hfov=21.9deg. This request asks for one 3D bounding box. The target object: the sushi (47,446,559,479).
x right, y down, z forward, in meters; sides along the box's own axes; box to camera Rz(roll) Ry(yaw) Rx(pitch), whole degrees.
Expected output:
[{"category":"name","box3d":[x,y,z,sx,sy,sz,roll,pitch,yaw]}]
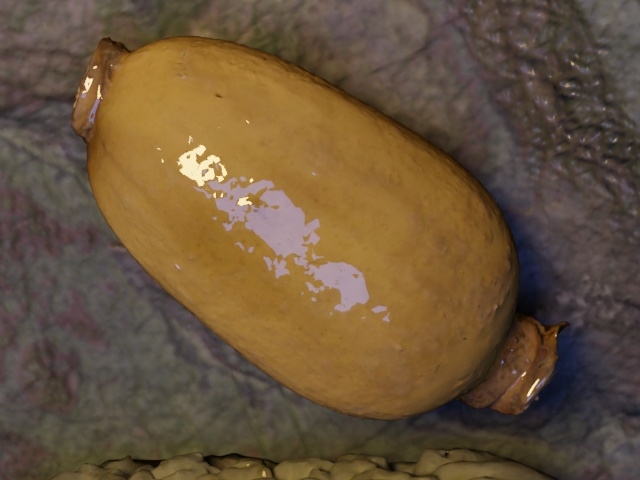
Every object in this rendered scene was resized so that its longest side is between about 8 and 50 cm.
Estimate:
[{"category":"sushi","box3d":[-0.018,0.219,0.919,0.350,0.211,0.171,-3,107,-9]}]

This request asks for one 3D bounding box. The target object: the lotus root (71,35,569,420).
[{"category":"lotus root","box3d":[0.002,-0.001,0.863,0.303,0.131,0.146,35,110,-14]}]
